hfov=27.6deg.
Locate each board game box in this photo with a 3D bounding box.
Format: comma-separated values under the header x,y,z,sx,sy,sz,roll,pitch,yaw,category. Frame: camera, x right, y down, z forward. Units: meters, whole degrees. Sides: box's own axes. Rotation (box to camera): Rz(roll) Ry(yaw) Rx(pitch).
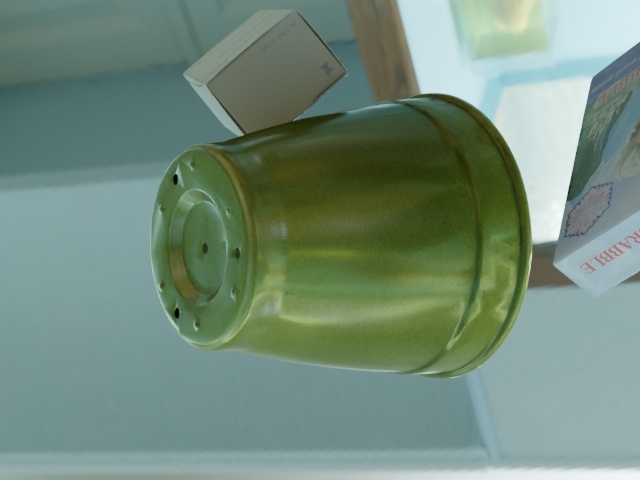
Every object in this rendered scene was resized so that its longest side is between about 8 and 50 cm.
x,y,z,sx,sy,sz,roll,pitch,yaw,category
0.385,-0.137,1.309,0.319,0.066,0.318,-39,-159,42,board game box

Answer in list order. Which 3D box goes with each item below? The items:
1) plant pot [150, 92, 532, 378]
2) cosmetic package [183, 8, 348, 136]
x,y,z,sx,sy,sz,roll,pitch,yaw,category
0.000,0.000,1.568,0.353,0.366,0.366,-2,-159,-36,plant pot
-0.084,-0.228,1.785,0.160,0.113,0.309,-40,-166,-3,cosmetic package
